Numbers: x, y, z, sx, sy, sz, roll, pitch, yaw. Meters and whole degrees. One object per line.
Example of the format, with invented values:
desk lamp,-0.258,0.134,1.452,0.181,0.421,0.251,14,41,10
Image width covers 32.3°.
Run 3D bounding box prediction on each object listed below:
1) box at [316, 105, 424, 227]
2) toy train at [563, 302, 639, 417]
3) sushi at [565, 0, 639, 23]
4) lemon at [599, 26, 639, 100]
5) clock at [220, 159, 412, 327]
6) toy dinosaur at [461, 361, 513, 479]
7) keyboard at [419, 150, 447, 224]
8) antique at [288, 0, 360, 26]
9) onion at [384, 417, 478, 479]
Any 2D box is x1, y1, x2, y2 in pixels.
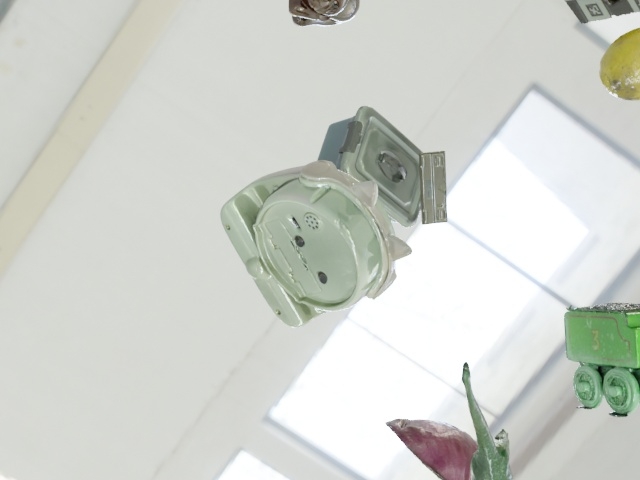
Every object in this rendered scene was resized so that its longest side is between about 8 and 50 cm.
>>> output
box,0.102,-0.134,2.101,0.130,0.227,0.162,-8,-124,45
toy train,0.522,0.201,1.901,0.243,0.132,0.188,177,-90,-69
sushi,0.372,-0.402,1.493,0.050,0.215,0.192,-50,-156,-19
lemon,0.383,-0.212,1.310,0.111,0.082,0.082,-32,-172,-8
clock,0.000,0.000,1.843,0.324,0.265,0.108,-18,-164,47
toy dinosaur,0.313,0.437,2.010,0.301,0.087,0.447,28,52,-80
keyboard,0.199,-0.093,1.947,0.015,0.049,0.129,-126,-149,-74
antique,0.007,-0.505,2.293,0.257,0.143,0.121,-1,94,-84
onion,0.260,0.436,2.350,0.111,0.247,0.250,-48,-156,0
